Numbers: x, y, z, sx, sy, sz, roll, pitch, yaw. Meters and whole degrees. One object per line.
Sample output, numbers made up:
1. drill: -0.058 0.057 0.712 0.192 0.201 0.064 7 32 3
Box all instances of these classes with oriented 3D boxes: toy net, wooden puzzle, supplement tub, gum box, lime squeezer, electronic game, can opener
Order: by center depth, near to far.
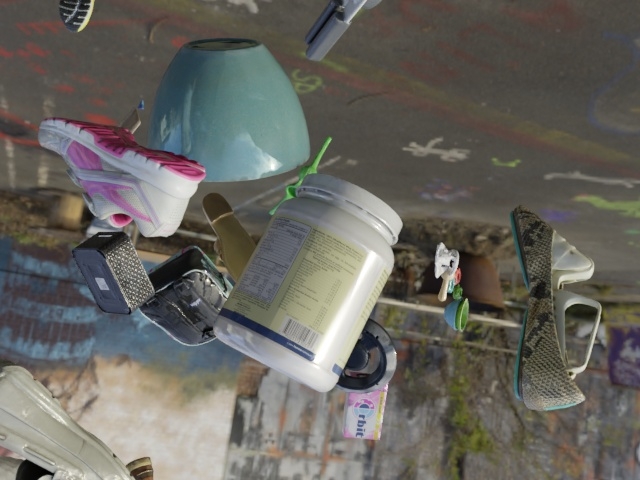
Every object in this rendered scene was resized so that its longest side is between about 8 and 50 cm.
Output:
1. supplement tub: -0.015 0.072 1.168 0.235 0.325 0.235 26 167 6
2. toy net: 0.282 0.081 1.399 0.045 0.122 0.232 10 140 27
3. can opener: 0.053 -0.484 1.455 0.093 0.074 0.280 8 158 -29
4. wooden puzzle: -0.447 -0.269 1.568 0.116 0.079 0.014 -41 134 20
5. electronic game: 0.086 0.295 1.740 0.229 0.229 0.048 5 -160 19
6. gum box: 0.127 0.473 1.938 0.107 0.189 0.062 6 -171 -5
7. lime squeezer: -0.067 -0.183 2.037 0.058 0.310 0.110 28 -160 -32

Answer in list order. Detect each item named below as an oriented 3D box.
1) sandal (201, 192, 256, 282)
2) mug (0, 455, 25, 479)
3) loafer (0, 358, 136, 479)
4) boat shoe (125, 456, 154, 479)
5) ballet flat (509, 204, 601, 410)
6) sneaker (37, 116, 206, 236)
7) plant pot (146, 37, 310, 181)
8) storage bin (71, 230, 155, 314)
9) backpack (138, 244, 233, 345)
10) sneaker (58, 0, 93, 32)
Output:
1. sandal: -0.213 0.006 1.574 0.088 0.240 0.079 -24 172 -23
2. mug: -0.628 0.509 1.292 0.276 0.374 0.328 -22 151 23
3. loafer: -0.364 0.298 0.915 0.112 0.111 0.319 -6 127 53
4. boat shoe: -0.372 0.496 1.336 0.064 0.060 0.178 -8 145 -35
5. ballet flat: 0.521 0.133 1.476 0.182 0.483 0.164 -9 149 29
6. sneaker: -0.264 -0.079 0.831 0.252 0.111 0.103 26 -165 28
7. plant pot: -0.163 -0.242 1.164 0.290 0.196 0.290 0 -155 0
8. storage bin: -0.484 0.077 1.566 0.122 0.180 0.084 0 -151 35
9. backpack: -0.351 0.157 1.827 0.225 0.191 0.253 -32 123 9
10. sneaker: -0.610 -0.637 1.736 0.081 0.209 0.094 14 -178 3
